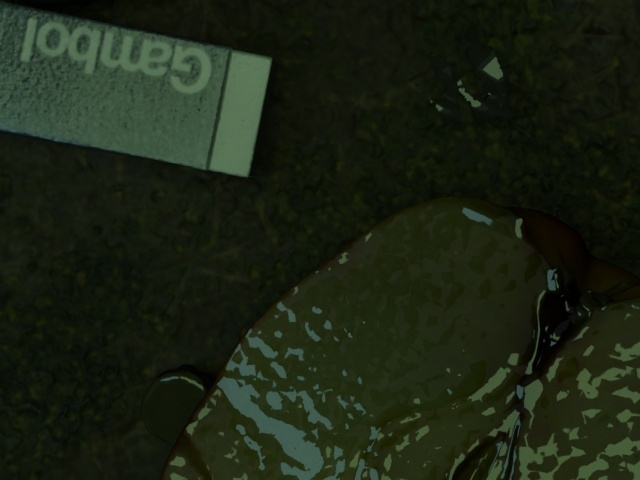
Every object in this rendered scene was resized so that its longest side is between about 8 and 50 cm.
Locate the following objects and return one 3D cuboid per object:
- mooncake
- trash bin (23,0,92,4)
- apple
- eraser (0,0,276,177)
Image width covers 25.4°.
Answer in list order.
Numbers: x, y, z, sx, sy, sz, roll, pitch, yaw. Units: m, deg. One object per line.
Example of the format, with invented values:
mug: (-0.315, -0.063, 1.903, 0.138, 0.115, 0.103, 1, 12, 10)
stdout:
mooncake: (0.002, 0.002, 0.980, 0.347, 0.057, 0.150, -31, 101, 1)
trash bin: (-0.188, -0.281, 0.972, 0.177, 0.101, 0.236, -26, 87, 5)
apple: (0.097, 0.164, 0.866, 0.329, 0.295, 0.365, 28, 89, -23)
eraser: (-0.143, -0.105, 0.994, 0.212, 0.046, 0.092, 12, 91, 3)
